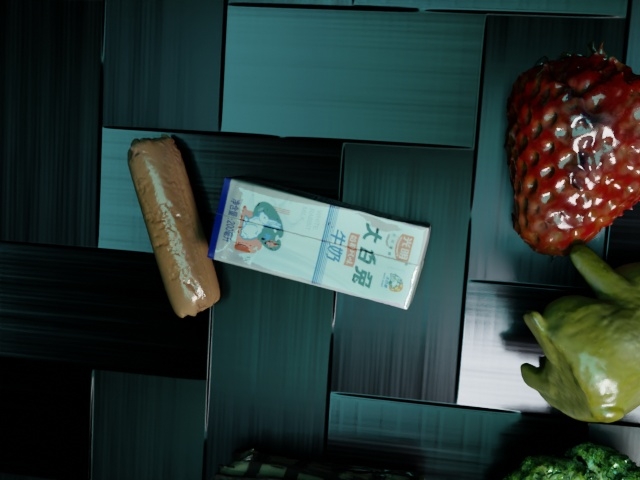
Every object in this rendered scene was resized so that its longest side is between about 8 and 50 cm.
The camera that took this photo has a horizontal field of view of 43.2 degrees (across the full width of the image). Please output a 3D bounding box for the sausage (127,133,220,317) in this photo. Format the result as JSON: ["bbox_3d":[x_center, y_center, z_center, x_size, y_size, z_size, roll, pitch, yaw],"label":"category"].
[{"bbox_3d":[-0.228,-0.024,1.258,0.086,0.086,0.289,-16,92,10],"label":"sausage"}]

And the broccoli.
[{"bbox_3d":[0.366,0.437,1.125,0.307,0.275,0.308,13,120,24],"label":"broccoli"}]

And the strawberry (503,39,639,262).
[{"bbox_3d":[0.356,-0.131,1.121,0.280,0.150,0.253,-42,91,9],"label":"strawberry"}]

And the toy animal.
[{"bbox_3d":[0.433,0.100,1.124,0.180,0.363,0.181,28,142,41],"label":"toy animal"}]

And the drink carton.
[{"bbox_3d":[0.000,0.000,1.213,0.314,0.106,0.131,15,99,7],"label":"drink carton"}]

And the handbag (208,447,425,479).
[{"bbox_3d":[-0.016,0.502,1.247,0.326,0.162,0.325,7,93,16],"label":"handbag"}]
